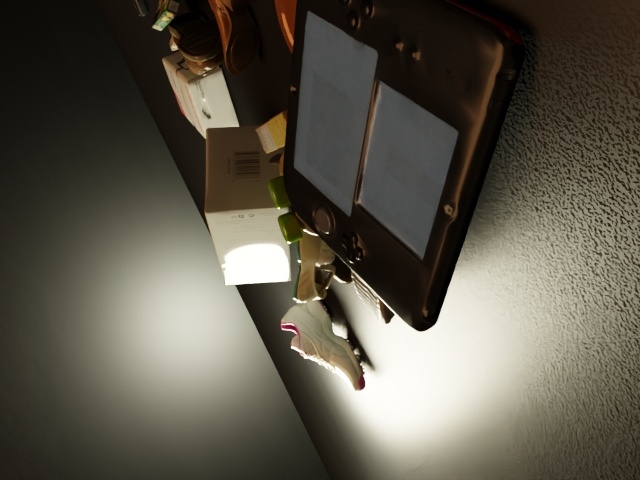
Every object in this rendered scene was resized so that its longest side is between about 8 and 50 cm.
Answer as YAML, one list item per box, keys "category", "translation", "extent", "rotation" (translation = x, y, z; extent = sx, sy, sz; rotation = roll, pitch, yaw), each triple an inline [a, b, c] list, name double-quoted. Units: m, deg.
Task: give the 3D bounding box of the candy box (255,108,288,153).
- category: "candy box"
  translation: [-0.032, -0.196, 0.995]
  extent: [0.053, 0.109, 0.186]
  rotation: [66, 165, -11]

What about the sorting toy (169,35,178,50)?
- category: "sorting toy"
  translation: [-0.407, -0.586, 1.688]
  extent: [0.083, 0.044, 0.075]
  rotation: [-169, 60, -71]

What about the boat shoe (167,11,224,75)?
- category: "boat shoe"
  translation: [-0.268, -0.440, 1.381]
  extent: [0.307, 0.110, 0.105]
  rotation: [-121, 9, -52]

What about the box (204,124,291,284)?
- category: "box"
  translation: [-0.156, -0.069, 1.360]
  extent: [0.345, 0.168, 0.215]
  rotation: [92, 173, -61]

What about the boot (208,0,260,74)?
- category: "boot"
  translation: [-0.182, -0.438, 1.156]
  extent: [0.152, 0.072, 0.197]
  rotation: [51, 148, 34]

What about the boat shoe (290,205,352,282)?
- category: "boat shoe"
  translation: [0.001, 0.000, 1.263]
  extent: [0.224, 0.080, 0.073]
  rotation: [55, 158, 10]

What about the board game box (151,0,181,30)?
- category: "board game box"
  translation: [-0.345, -0.571, 1.385]
  extent: [0.259, 0.030, 0.136]
  rotation: [28, 98, 65]

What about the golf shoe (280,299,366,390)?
- category: "golf shoe"
  translation: [0.005, 0.296, 1.629]
  extent: [0.306, 0.140, 0.115]
  rotation: [52, 160, 29]

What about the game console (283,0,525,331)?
- category: "game console"
  translation: [0.062, -0.123, 0.734]
  extent: [0.342, 0.060, 0.387]
  rotation: [50, 145, 40]

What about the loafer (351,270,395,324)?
- category: "loafer"
  translation: [0.103, 0.024, 0.947]
  extent: [0.102, 0.092, 0.269]
  rotation: [48, 156, 46]

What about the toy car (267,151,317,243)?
- category: "toy car"
  translation: [-0.024, -0.112, 1.051]
  extent: [0.188, 0.155, 0.149]
  rotation: [-120, 13, -48]

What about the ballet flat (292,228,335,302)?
- category: "ballet flat"
  translation: [-0.008, 0.036, 1.164]
  extent: [0.086, 0.086, 0.249]
  rotation: [53, 154, 32]

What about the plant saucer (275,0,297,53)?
- category: "plant saucer"
  translation: [-0.015, -0.317, 0.874]
  extent: [0.200, 0.037, 0.200]
  rotation: [54, 162, 27]

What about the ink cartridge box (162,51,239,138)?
- category: "ink cartridge box"
  translation: [-0.323, -0.397, 1.608]
  extent: [0.237, 0.100, 0.172]
  rotation: [46, 157, 49]

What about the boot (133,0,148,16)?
- category: "boot"
  translation: [-0.586, -0.775, 1.937]
  extent: [0.121, 0.045, 0.099]
  rotation: [-122, 17, -44]
